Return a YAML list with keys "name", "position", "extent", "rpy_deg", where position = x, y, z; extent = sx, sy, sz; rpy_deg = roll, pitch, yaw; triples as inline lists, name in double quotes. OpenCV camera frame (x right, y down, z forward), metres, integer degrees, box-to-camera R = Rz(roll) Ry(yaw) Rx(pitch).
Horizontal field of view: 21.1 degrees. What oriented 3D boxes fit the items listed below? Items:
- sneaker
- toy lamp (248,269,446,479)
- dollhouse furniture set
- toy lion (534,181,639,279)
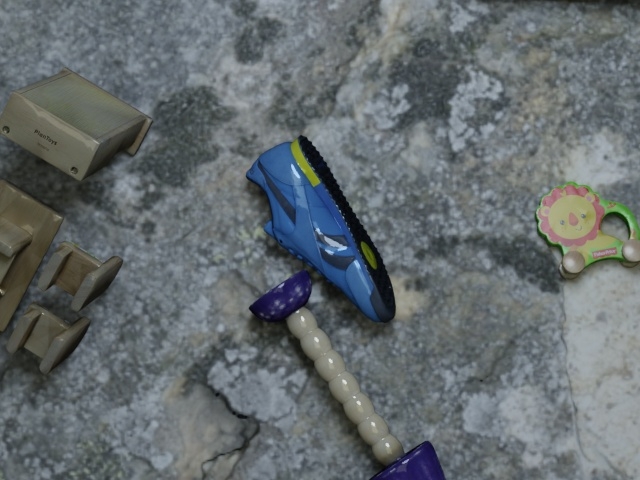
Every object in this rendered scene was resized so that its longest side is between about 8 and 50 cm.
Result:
- name: "sneaker"
  position: [0.000, 0.000, 1.723]
  extent: [0.082, 0.069, 0.209]
  rpy_deg: [-32, 87, 14]
- name: "toy lamp"
  position: [0.035, 0.159, 1.697]
  extent: [0.080, 0.080, 0.274]
  rpy_deg: [-34, 86, -3]
- name: "dollhouse furniture set"
  position: [-0.286, -0.033, 1.710]
  extent: [0.212, 0.161, 0.242]
  rpy_deg: [31, 107, 3]
- name: "toy lion"
  position: [0.270, -0.014, 1.739]
  extent: [0.100, 0.034, 0.096]
  rpy_deg: [-10, 77, -1]
